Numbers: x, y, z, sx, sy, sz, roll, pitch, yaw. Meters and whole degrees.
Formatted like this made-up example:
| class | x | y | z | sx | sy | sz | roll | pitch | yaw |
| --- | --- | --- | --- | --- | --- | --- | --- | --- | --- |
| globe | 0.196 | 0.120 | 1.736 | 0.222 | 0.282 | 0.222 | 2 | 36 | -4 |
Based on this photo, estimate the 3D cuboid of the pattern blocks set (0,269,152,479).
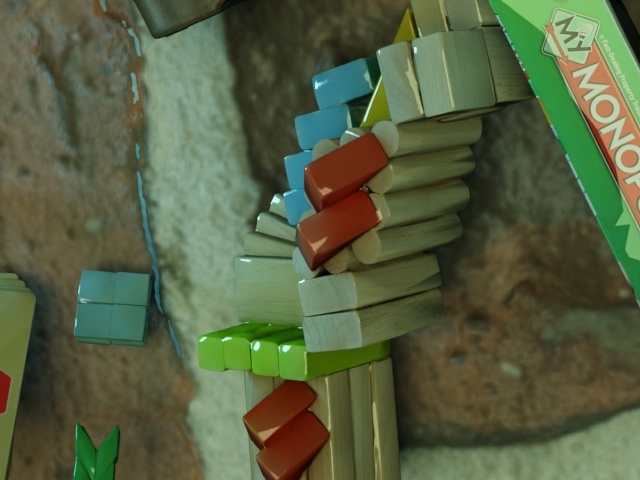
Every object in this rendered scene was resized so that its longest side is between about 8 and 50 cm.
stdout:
| class | x | y | z | sx | sy | sz | roll | pitch | yaw |
| --- | --- | --- | --- | --- | --- | --- | --- | --- | --- |
| pattern blocks set | -0.275 | 0.088 | 1.008 | 0.324 | 0.026 | 0.285 | 13 | 68 | 4 |

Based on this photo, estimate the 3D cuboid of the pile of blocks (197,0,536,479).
| class | x | y | z | sx | sy | sz | roll | pitch | yaw |
| --- | --- | --- | --- | --- | --- | --- | --- | --- | --- |
| pile of blocks | 0.000 | 0.000 | 0.920 | 0.149 | 0.112 | 0.362 | 30 | 115 | 31 |

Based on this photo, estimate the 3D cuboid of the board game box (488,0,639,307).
| class | x | y | z | sx | sy | sz | roll | pitch | yaw |
| --- | --- | --- | --- | --- | --- | --- | --- | --- | --- |
| board game box | 0.147 | -0.072 | 0.802 | 0.046 | 0.317 | 0.214 | -26 | 91 | 14 |

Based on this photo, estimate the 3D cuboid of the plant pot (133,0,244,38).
| class | x | y | z | sx | sy | sz | roll | pitch | yaw |
| --- | --- | --- | --- | --- | --- | --- | --- | --- | --- |
| plant pot | -0.072 | -0.215 | 0.929 | 0.167 | 0.167 | 0.165 | -21 | 100 | 16 |
